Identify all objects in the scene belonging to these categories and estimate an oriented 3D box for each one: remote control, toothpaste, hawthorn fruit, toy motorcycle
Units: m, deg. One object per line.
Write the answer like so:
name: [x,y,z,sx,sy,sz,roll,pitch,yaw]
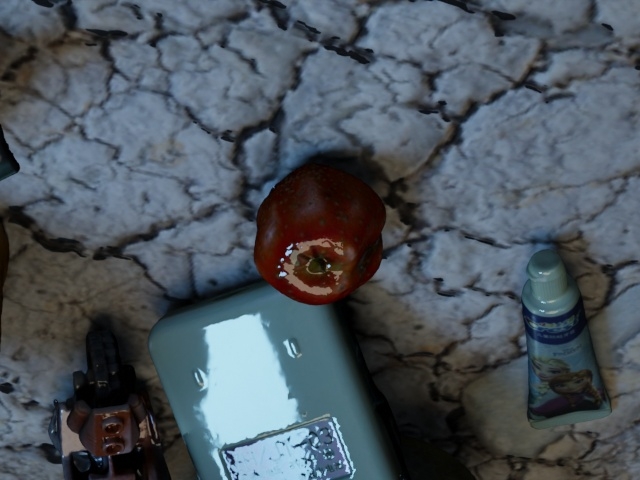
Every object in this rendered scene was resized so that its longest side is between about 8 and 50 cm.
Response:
remote control: [-0.004,0.170,1.322,0.140,0.056,0.296,-19,99,19]
toothpaste: [0.165,0.073,1.349,0.062,0.037,0.216,-8,145,6]
hawthorn fruit: [0.000,0.000,1.213,0.093,0.093,0.093,-1,140,-1]
toy motorcycle: [-0.146,0.160,1.380,0.084,0.118,0.212,-6,141,-10]

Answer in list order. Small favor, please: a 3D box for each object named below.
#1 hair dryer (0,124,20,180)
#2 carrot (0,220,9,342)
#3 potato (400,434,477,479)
hair dryer: [-0.326,-0.102,1.065,0.244,0.116,0.302,-27,117,0]
carrot: [-0.289,0.097,1.199,0.196,0.254,0.196,-4,142,-3]
potato: [0.005,0.229,1.444,0.251,0.159,0.174,-10,96,10]
